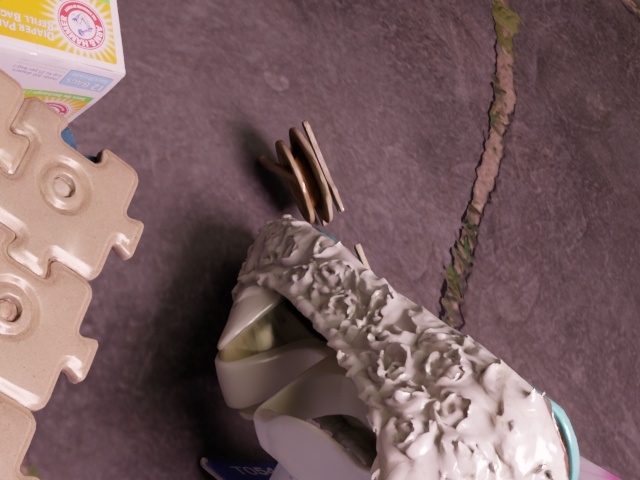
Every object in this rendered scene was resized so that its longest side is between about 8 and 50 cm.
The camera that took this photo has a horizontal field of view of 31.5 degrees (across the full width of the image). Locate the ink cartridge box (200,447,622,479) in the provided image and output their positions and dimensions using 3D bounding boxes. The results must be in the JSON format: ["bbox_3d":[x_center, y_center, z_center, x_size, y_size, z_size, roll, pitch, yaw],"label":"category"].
[{"bbox_3d":[0.134,0.206,0.815,0.324,0.330,0.071,10,102,-42],"label":"ink cartridge box"}]

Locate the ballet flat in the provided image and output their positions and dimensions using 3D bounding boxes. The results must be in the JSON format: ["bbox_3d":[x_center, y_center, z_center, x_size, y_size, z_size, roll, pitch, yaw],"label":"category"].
[{"bbox_3d":[0.004,0.082,0.752,0.147,0.409,0.147,-6,105,-23],"label":"ballet flat"}]

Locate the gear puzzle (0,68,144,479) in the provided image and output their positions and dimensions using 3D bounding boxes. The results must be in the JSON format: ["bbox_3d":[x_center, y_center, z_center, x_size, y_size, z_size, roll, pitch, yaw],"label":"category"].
[{"bbox_3d":[-0.202,0.057,0.525,0.175,0.044,0.339,38,49,-27],"label":"gear puzzle"}]

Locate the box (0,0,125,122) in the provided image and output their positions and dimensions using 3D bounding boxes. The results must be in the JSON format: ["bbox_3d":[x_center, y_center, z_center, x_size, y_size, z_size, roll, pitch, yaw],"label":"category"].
[{"bbox_3d":[-0.223,-0.192,0.817,0.114,0.103,0.203,9,62,-42],"label":"box"}]

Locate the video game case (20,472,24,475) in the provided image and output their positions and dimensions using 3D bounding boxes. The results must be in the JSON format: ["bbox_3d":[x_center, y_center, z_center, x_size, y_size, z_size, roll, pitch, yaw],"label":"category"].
[{"bbox_3d":[-0.211,0.263,0.611,0.244,0.061,0.269,48,43,-14],"label":"video game case"}]

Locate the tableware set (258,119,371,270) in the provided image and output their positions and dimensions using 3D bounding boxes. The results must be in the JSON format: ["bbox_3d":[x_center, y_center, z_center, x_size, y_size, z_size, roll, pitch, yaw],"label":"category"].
[{"bbox_3d":[0.000,0.000,0.956,0.039,0.128,0.194,-23,87,-8],"label":"tableware set"}]
